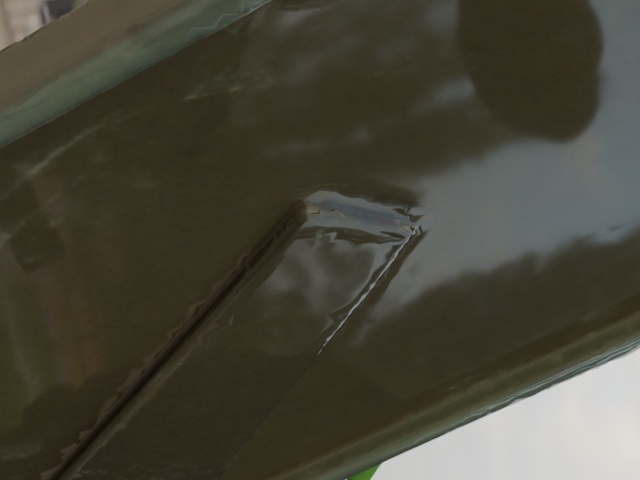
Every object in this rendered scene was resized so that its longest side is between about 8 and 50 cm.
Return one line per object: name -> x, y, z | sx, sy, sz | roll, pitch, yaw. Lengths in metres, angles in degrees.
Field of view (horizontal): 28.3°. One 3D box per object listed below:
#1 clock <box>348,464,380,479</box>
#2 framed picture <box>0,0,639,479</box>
clock -> 0.000, 0.000, 0.884 | 0.255, 0.220, 0.106 | -58, 174, -34
framed picture -> -0.019, 0.019, 0.509 | 0.326, 0.446, 0.028 | 49, 19, -51
